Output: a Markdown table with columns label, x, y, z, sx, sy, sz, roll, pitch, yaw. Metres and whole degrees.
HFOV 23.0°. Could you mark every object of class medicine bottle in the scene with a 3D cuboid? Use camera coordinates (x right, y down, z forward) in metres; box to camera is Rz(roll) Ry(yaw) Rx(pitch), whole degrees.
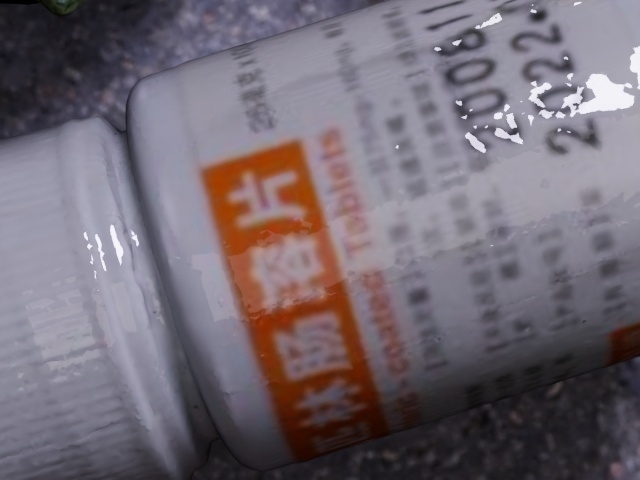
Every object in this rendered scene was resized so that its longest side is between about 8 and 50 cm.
| label | x | y | z | sx | sy | sz | roll | pitch | yaw |
| --- | --- | --- | --- | --- | --- | --- | --- | --- | --- |
| medicine bottle | 0.000 | 0.000 | 0.789 | 0.372 | 0.211 | 0.211 | -18 | 96 | 0 |

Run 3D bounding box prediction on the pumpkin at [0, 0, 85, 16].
| label | x | y | z | sx | sy | sz | roll | pitch | yaw |
| --- | --- | --- | --- | --- | --- | --- | --- | --- | --- |
| pumpkin | -0.132 | -0.202 | 0.736 | 0.248 | 0.248 | 0.248 | 0 | 95 | -2 |
